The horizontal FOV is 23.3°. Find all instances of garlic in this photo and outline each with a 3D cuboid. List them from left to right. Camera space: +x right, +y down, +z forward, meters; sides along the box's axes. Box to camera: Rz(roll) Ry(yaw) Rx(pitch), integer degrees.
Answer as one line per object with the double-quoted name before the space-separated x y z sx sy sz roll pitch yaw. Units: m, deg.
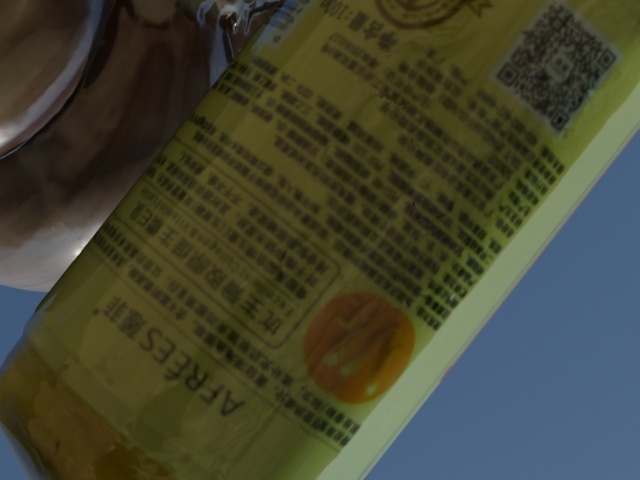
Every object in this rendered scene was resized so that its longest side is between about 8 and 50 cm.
"garlic" -0.105 -0.054 0.612 0.160 0.191 0.214 55 -147 -4

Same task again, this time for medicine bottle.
"medicine bottle" 0.000 0.000 0.491 0.124 0.124 0.239 37 -90 -9
